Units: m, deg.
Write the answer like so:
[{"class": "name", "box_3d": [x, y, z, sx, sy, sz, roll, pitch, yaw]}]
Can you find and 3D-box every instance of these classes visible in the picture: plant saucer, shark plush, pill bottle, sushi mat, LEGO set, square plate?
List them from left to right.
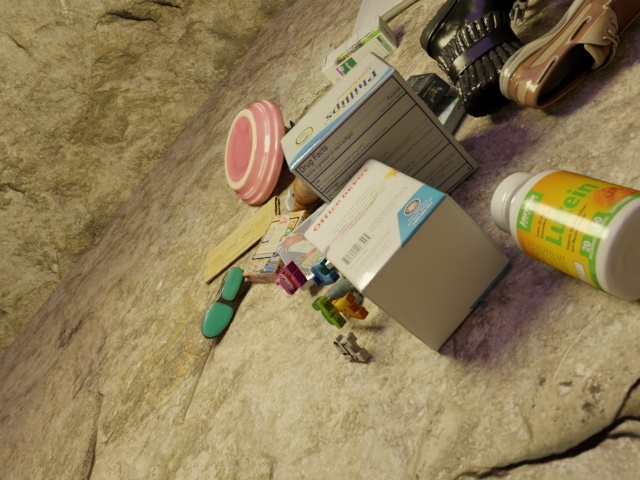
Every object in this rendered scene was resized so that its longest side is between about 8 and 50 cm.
[{"class": "sushi mat", "box_3d": [-0.238, 0.000, 1.736, 0.317, 0.019, 0.151, -38, 32, 22]}, {"class": "plant saucer", "box_3d": [-0.218, -0.278, 1.813, 0.332, 0.084, 0.331, -17, 70, 59]}, {"class": "LEGO set", "box_3d": [0.009, 0.119, 1.086, 0.087, 0.227, 0.093, -45, 12, -34]}, {"class": "shark plush", "box_3d": [0.066, 0.075, 1.177, 0.161, 0.067, 0.073, -53, 29, -4]}, {"class": "square plate", "box_3d": [0.275, -0.874, 2.008, 0.347, 0.049, 0.343, -23, 38, 39]}, {"class": "pill bottle", "box_3d": [0.357, -0.023, 0.816, 0.136, 0.136, 0.246, -50, 29, 0]}]

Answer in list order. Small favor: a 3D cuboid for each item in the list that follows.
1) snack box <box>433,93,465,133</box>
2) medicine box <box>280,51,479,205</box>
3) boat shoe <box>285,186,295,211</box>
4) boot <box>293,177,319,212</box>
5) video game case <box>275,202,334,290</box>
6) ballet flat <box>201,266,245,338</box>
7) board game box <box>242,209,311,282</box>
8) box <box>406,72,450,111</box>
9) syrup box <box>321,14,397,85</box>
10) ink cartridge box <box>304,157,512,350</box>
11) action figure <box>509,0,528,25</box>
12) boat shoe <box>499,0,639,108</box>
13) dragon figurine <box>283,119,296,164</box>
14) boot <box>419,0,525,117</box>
[{"class": "snack box", "box_3d": [0.265, -0.266, 1.326, 0.100, 0.037, 0.141, 10, 63, 58]}, {"class": "medicine box", "box_3d": [0.115, -0.172, 1.165, 0.263, 0.289, 0.149, -43, 30, 13]}, {"class": "boat shoe", "box_3d": [-0.084, -0.108, 1.640, 0.100, 0.035, 0.035, -95, 25, -47]}, {"class": "boot", "box_3d": [0.021, -0.203, 1.492, 0.283, 0.109, 0.220, -63, 0, -21]}, {"class": "video game case", "box_3d": [0.000, 0.000, 1.354, 0.201, 0.023, 0.183, -41, 38, 4]}, {"class": "ballet flat", "box_3d": [-0.252, 0.166, 1.525, 0.074, 0.074, 0.203, -3, 59, 53]}, {"class": "board game box", "box_3d": [-0.108, 0.017, 1.509, 0.147, 0.045, 0.193, -6, 51, 51]}, {"class": "box", "box_3d": [0.189, -0.285, 1.376, 0.232, 0.059, 0.183, -53, 15, 5]}, {"class": "syrup box", "box_3d": [0.122, -0.594, 1.849, 0.237, 0.093, 0.096, -30, 35, 31]}, {"class": "ink cartridge box", "box_3d": [0.139, 0.013, 1.013, 0.198, 0.197, 0.270, -50, 29, 2]}, {"class": "action figure", "box_3d": [0.463, -0.626, 1.373, 0.185, 0.099, 0.285, 100, -169, -45]}, {"class": "boat shoe", "box_3d": [0.488, -0.357, 1.059, 0.324, 0.123, 0.116, -43, 43, 14]}, {"class": "dragon figurine", "box_3d": [-0.111, -0.295, 1.831, 0.144, 0.085, 0.289, -59, 26, -12]}, {"class": "boot", "box_3d": [0.376, -0.449, 1.187, 0.348, 0.131, 0.260, -54, 42, 33]}]
